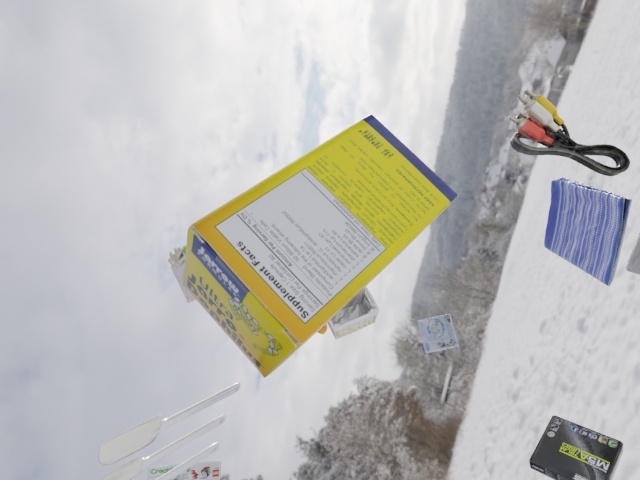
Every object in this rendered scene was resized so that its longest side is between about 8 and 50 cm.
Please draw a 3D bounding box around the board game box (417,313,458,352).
[{"bbox_3d":[0.320,0.254,1.193,0.020,0.090,0.090,31,-135,-63],"label":"board game box"}]

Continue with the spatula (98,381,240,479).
[{"bbox_3d":[-0.216,0.295,0.617,0.242,0.019,0.168,-6,-61,-59],"label":"spatula"}]

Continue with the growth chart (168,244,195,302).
[{"bbox_3d":[-0.369,0.094,1.234,0.021,0.237,0.171,-21,-90,-38],"label":"growth chart"}]

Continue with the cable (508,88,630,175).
[{"bbox_3d":[0.542,-0.217,0.963,0.139,0.287,0.072,-55,-9,-18],"label":"cable"}]

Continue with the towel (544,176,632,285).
[{"bbox_3d":[0.753,-0.041,1.272,0.336,0.040,0.242,-91,2,-73],"label":"towel"}]

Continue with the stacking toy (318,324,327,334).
[{"bbox_3d":[-0.025,0.178,1.524,0.175,0.166,0.301,14,-115,-80],"label":"stacking toy"}]

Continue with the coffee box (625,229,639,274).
[{"bbox_3d":[0.833,-0.101,0.794,0.334,0.338,0.338,-52,-37,-21],"label":"coffee box"}]

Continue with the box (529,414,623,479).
[{"bbox_3d":[0.732,0.617,1.254,0.184,0.191,0.045,-35,-60,-32],"label":"box"}]

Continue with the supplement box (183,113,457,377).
[{"bbox_3d":[0.000,0.000,0.663,0.357,0.194,0.195,-38,-11,-32],"label":"supplement box"}]

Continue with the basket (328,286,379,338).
[{"bbox_3d":[0.095,0.236,1.437,0.103,0.168,0.113,86,160,-55],"label":"basket"}]

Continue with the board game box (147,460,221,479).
[{"bbox_3d":[-0.405,0.723,1.311,0.305,0.193,0.053,113,155,-51],"label":"board game box"}]
